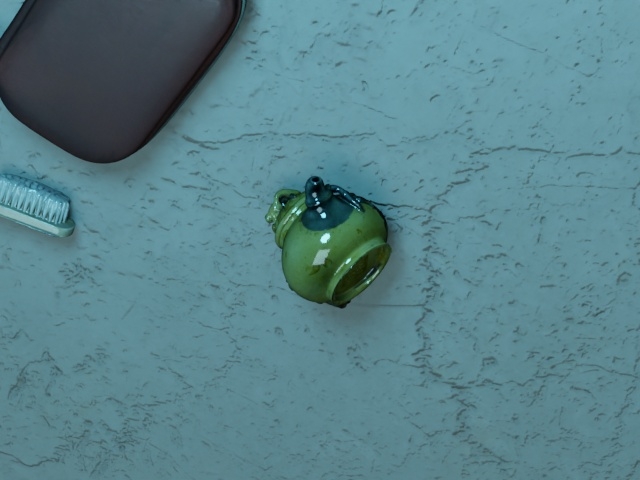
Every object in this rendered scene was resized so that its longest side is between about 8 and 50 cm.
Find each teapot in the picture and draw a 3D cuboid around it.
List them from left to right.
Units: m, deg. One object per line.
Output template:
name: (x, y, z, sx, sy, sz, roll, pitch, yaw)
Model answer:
teapot: (0.000, 0.000, 2.005, 0.182, 0.173, 0.269, 44, 156, 21)

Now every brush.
brush: (-0.530, -0.089, 2.080, 0.327, 0.070, 0.065, 20, 107, -2)

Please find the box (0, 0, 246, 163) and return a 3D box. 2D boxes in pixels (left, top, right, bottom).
box: (-0.280, -0.287, 1.869, 0.263, 0.108, 0.404, 35, 122, -14)
